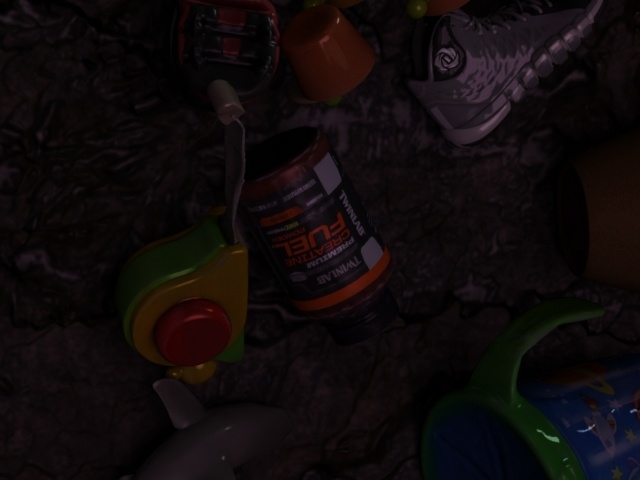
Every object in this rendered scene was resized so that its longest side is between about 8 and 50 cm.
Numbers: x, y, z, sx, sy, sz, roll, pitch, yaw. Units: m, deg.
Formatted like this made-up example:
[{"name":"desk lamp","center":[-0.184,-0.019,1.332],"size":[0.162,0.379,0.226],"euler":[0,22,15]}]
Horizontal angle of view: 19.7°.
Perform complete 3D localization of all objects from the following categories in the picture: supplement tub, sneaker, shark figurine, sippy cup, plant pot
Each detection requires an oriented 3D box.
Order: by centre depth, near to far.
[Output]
[{"name":"sneaker","center":[-0.083,-0.236,1.641],"size":[0.097,0.135,0.276],"euler":[9,72,-12]},{"name":"shark figurine","center":[-0.127,0.245,1.673],"size":[0.278,0.116,0.166],"euler":[-51,137,-13]},{"name":"supplement tub","center":[0.000,0.000,1.710],"size":[0.106,0.106,0.198],"euler":[-35,111,-14]},{"name":"sneaker","center":[0.169,-0.209,1.759],"size":[0.132,0.086,0.229],"euler":[44,82,-21]},{"name":"sippy cup","center":[0.254,0.220,1.806],"size":[0.224,0.240,0.305],"euler":[-19,147,-30]},{"name":"plant pot","center":[0.370,-0.035,1.813],"size":[0.254,0.237,0.237],"euler":[-5,102,-8]}]

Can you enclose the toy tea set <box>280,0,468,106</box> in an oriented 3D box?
[{"name":"toy tea set","center":[0.100,-0.237,1.671],"size":[0.336,0.200,0.124],"euler":[-35,126,-1]}]

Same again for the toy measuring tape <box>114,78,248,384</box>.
[{"name":"toy measuring tape","center":[-0.125,0.009,1.615],"size":[0.121,0.121,0.330],"euler":[-16,135,-20]}]
